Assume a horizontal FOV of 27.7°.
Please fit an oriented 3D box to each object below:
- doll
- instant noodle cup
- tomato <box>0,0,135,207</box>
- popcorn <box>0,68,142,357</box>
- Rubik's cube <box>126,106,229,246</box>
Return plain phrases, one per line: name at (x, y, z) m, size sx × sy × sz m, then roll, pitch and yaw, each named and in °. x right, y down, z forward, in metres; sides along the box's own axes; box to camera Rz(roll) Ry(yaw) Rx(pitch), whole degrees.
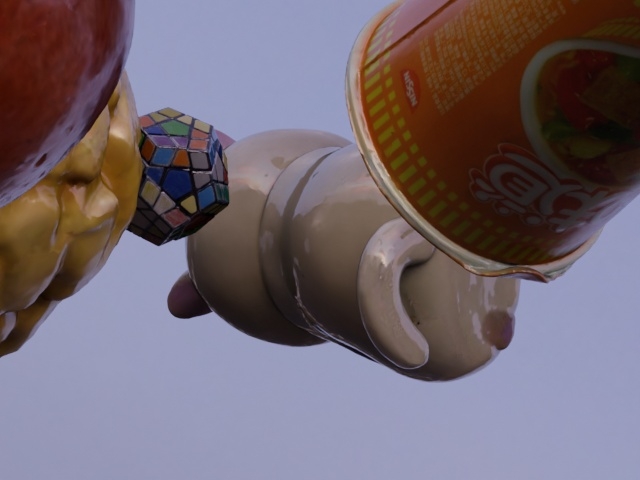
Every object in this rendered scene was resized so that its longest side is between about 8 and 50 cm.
doll at (0.031, 0.002, 1.144) m, size 0.226 × 0.215 × 0.370 m, roll 3°, pitch 3°, yaw -34°
instant noodle cup at (0.124, -0.091, 0.589) m, size 0.168 × 0.168 × 0.185 m, roll 39°, pitch -36°, yaw -7°
tomato at (-0.164, -0.108, 0.473) m, size 0.208 × 0.208 × 0.184 m, roll 41°, pitch -58°, yaw -9°
popcorn at (-0.327, -0.059, 0.930) m, size 0.390 × 0.344 × 0.354 m, roll 4°, pitch -49°, yaw -14°
Rubik's cube at (-0.125, -0.051, 1.040) m, size 0.111 × 0.093 × 0.111 m, roll 22°, pitch -29°, yaw 13°
